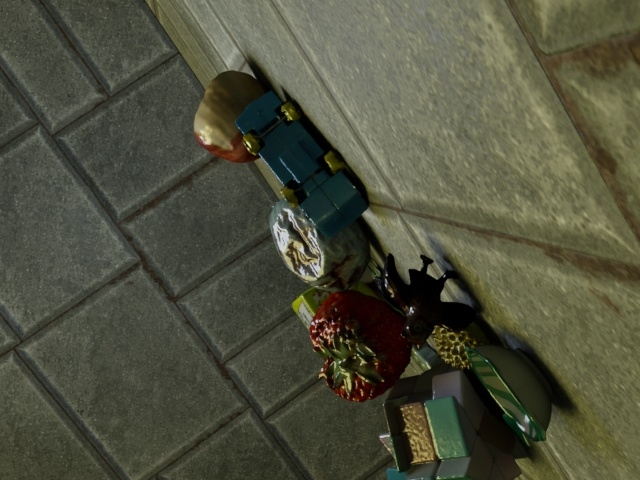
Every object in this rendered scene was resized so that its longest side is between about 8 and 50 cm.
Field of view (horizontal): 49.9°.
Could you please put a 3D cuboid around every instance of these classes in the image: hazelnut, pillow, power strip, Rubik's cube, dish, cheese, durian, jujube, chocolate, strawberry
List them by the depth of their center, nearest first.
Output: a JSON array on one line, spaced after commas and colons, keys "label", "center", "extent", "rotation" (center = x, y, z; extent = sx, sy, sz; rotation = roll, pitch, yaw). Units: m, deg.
[{"label": "dish", "center": [0.360, 0.268, 1.247], "extent": [0.224, 0.078, 0.246], "rotation": [49, 171, 48]}, {"label": "durian", "center": [0.271, 0.194, 1.413], "extent": [0.146, 0.102, 0.208], "rotation": [41, -176, -24]}, {"label": "Rubik's cube", "center": [0.326, 0.522, 1.829], "extent": [0.387, 0.358, 0.368], "rotation": [57, -144, -15]}, {"label": "hazelnut", "center": [-0.233, -0.335, 1.888], "extent": [0.261, 0.261, 0.241], "rotation": [56, 153, -10]}, {"label": "jujube", "center": [0.007, -0.003, 1.921], "extent": [0.215, 0.246, 0.308], "rotation": [-16, -107, -52]}, {"label": "strawberry", "center": [0.139, 0.271, 1.940], "extent": [0.351, 0.267, 0.312], "rotation": [-15, -103, -51]}, {"label": "pillow", "center": [0.217, 0.156, 1.975], "extent": [0.141, 0.055, 0.208], "rotation": [46, 176, -3]}, {"label": "cheese", "center": [0.178, 0.108, 2.136], "extent": [0.067, 0.026, 0.121], "rotation": [51, 173, 32]}, {"label": "power strip", "center": [0.328, 0.364, 2.223], "extent": [0.194, 0.059, 0.265], "rotation": [56, 175, -14]}, {"label": "chocolate", "center": [0.103, 0.239, 2.281], "extent": [0.301, 0.288, 0.137], "rotation": [53, 163, 19]}]

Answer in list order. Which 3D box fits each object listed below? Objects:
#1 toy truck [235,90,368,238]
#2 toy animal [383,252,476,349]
[{"label": "toy truck", "center": [-0.052, -0.187, 1.676], "extent": [0.385, 0.161, 0.162], "rotation": [51, -177, 24]}, {"label": "toy animal", "center": [0.195, 0.125, 1.316], "extent": [0.218, 0.180, 0.116], "rotation": [32, 155, -10]}]
